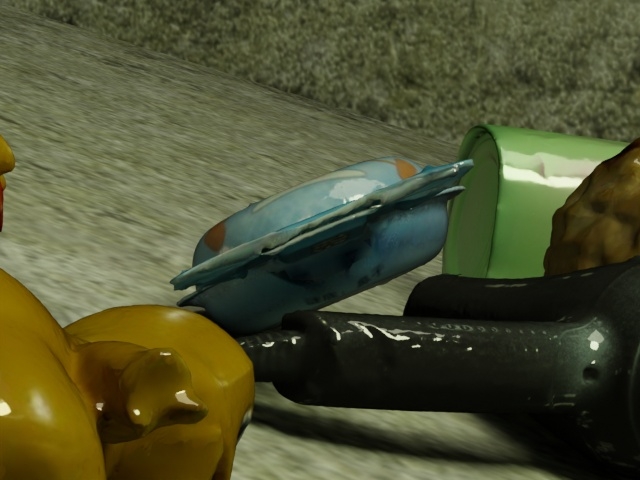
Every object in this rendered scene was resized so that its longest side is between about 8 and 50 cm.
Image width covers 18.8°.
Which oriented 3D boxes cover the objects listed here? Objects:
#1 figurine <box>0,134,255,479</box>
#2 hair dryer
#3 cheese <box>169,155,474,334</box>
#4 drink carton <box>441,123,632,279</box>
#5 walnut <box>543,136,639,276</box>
[{"bbox_3d":[-0.073,0.024,0.435,0.121,0.122,0.176,-21,-16,20],"label":"figurine"},{"bbox_3d":[0.040,0.039,0.757,0.271,0.091,0.235,7,2,-34],"label":"hair dryer"},{"bbox_3d":[0.000,0.000,0.806,0.135,0.052,0.245,-23,-3,-1],"label":"cheese"},{"bbox_3d":[0.149,-0.002,1.100,0.142,0.144,0.146,5,9,-11],"label":"drink carton"},{"bbox_3d":[0.194,0.023,0.896,0.155,0.155,0.184,12,8,-29],"label":"walnut"}]
